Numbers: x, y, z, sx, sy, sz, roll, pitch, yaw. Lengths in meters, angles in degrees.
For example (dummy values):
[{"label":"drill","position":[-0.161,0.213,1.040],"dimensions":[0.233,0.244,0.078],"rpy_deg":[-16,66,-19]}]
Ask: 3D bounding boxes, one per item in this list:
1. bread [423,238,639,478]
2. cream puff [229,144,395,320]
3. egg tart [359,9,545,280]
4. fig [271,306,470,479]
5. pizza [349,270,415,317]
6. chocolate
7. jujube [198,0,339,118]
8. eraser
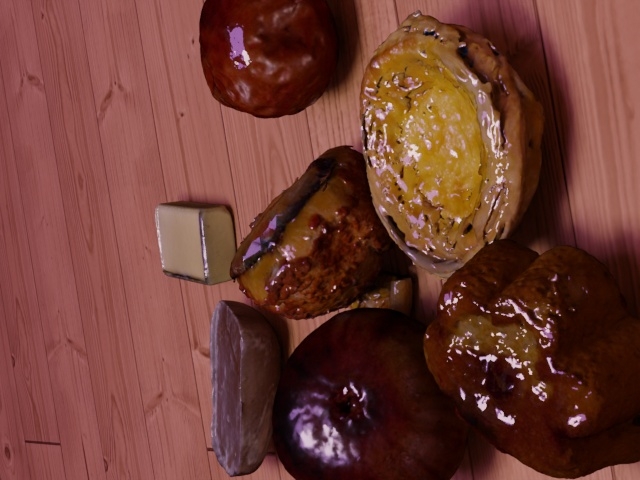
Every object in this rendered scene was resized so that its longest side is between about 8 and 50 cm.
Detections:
[{"label":"bread","position":[0.214,0.108,1.363],"dimensions":[0.246,0.135,0.232],"rpy_deg":[35,134,34]},{"label":"cream puff","position":[0.001,-0.001,1.662],"dimensions":[0.164,0.240,0.240],"rpy_deg":[48,145,3]},{"label":"egg tart","position":[0.144,-0.104,1.488],"dimensions":[0.290,0.107,0.291],"rpy_deg":[23,118,51]},{"label":"fig","position":[0.059,0.197,1.606],"dimensions":[0.214,0.235,0.235],"rpy_deg":[-59,-33,-77]},{"label":"pizza","position":[0.065,0.086,1.731],"dimensions":[0.178,0.041,0.131],"rpy_deg":[-57,48,49]},{"label":"chocolate","position":[-0.102,0.213,2.018],"dimensions":[0.157,0.080,0.254],"rpy_deg":[-139,49,-62]},{"label":"jujube","position":[-0.076,-0.241,1.767],"dimensions":[0.255,0.190,0.190],"rpy_deg":[154,105,-67]},{"label":"eraser","position":[-0.191,0.002,2.138],"dimensions":[0.172,0.058,0.117],"rpy_deg":[8,104,59]}]
